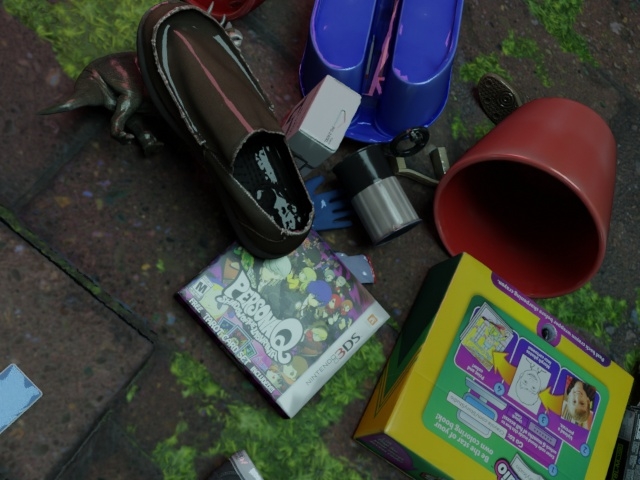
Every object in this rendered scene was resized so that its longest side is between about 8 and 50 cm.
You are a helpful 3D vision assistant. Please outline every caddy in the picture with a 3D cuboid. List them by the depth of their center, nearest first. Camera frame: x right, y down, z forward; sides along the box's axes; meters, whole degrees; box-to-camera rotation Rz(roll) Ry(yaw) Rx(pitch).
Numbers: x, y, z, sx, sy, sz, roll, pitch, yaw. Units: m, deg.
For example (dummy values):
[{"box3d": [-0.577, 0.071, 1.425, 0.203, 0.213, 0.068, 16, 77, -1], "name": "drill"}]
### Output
[{"box3d": [0.098, -0.318, 1.303, 0.241, 0.179, 0.341, 12, 67, 1], "name": "caddy"}]

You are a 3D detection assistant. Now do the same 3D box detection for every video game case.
[{"box3d": [-0.050, 0.092, 1.148, 0.210, 0.042, 0.232, -42, 94, -23], "name": "video game case"}]

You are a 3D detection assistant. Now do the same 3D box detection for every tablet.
[{"box3d": [-0.380, 0.193, 0.981, 0.054, 0.006, 0.083, 48, 60, -6], "name": "tablet"}]

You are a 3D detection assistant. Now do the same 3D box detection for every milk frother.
[{"box3d": [0.116, -0.084, 1.236, 0.129, 0.143, 0.135, -14, 73, -61], "name": "milk frother"}]

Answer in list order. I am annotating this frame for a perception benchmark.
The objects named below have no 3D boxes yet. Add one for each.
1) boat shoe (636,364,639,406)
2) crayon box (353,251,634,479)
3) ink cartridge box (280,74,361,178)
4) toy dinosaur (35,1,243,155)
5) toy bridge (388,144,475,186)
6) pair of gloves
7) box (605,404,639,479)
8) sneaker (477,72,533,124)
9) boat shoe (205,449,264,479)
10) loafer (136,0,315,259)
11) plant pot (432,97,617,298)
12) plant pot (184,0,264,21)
[{"box3d": [0.590, 0.229, 1.435, 0.075, 0.083, 0.226, 33, 66, 27], "name": "boat shoe"}, {"box3d": [0.271, 0.250, 1.239, 0.363, 0.106, 0.313, 36, 62, -12], "name": "crayon box"}, {"box3d": [-0.017, -0.156, 1.200, 0.063, 0.150, 0.109, 32, 61, -14], "name": "ink cartridge box"}, {"box3d": [-0.246, -0.206, 1.139, 0.313, 0.121, 0.160, -19, 71, -26], "name": "toy dinosaur"}, {"box3d": [0.202, -0.122, 1.374, 0.188, 0.026, 0.063, -8, 80, -29], "name": "toy bridge"}, {"box3d": [0.000, 0.000, 1.233, 0.159, 0.023, 0.198, -10, 79, -31], "name": "pair of gloves"}, {"box3d": [0.552, 0.371, 1.344, 0.184, 0.045, 0.191, 10, 90, -25], "name": "box"}, {"box3d": [0.354, -0.232, 1.479, 0.188, 0.066, 0.071, 47, 42, -12], "name": "sneaker"}, {"box3d": [-0.069, 0.380, 1.041, 0.076, 0.080, 0.228, -31, 92, -14], "name": "boat shoe"}, {"box3d": [-0.101, -0.148, 1.061, 0.134, 0.130, 0.366, -37, 103, -24], "name": "loafer"}, {"box3d": [0.346, -0.085, 1.317, 0.275, 0.275, 0.243, 44, 49, -8], "name": "plant pot"}, {"box3d": [-0.119, -0.446, 1.226, 0.191, 0.191, 0.174, 49, 53, -5], "name": "plant pot"}]
